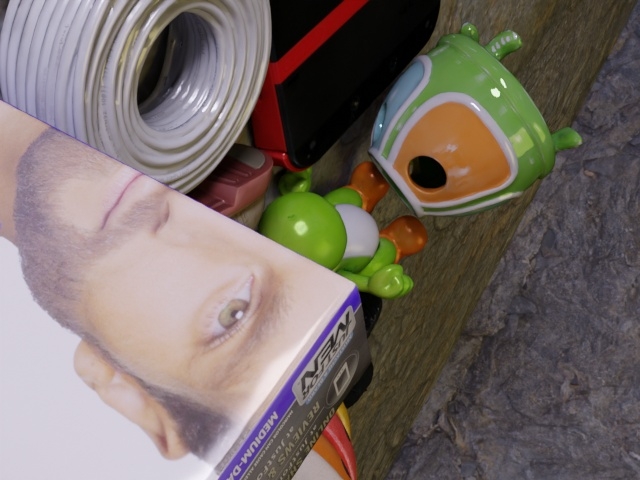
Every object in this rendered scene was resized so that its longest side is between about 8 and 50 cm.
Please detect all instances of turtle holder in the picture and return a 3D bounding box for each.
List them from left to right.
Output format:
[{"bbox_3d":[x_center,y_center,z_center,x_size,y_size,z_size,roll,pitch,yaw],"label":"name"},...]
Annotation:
[{"bbox_3d":[0.178,-0.161,1.064,0.227,0.320,0.243,-38,128,4],"label":"turtle holder"}]

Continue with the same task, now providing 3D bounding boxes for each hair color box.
[{"bbox_3d":[-0.161,0.044,0.453,0.185,0.339,0.110,-53,156,-23],"label":"hair color box"}]

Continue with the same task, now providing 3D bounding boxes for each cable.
[{"bbox_3d":[-0.137,-0.150,0.622,0.257,0.089,0.257,-50,154,-30],"label":"cable"}]

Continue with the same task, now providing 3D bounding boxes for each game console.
[{"bbox_3d":[0.036,-0.298,0.898,0.386,0.060,0.342,-50,151,-30],"label":"game console"}]

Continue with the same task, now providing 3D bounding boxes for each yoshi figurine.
[{"bbox_3d":[0.021,-0.008,1.015,0.362,0.204,0.202,-27,122,-51],"label":"yoshi figurine"}]

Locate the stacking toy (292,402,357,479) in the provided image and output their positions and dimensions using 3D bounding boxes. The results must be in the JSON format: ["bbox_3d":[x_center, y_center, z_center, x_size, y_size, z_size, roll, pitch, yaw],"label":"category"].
[{"bbox_3d":[-0.065,0.279,1.071,0.480,0.351,0.350,-58,165,-64],"label":"stacking toy"}]

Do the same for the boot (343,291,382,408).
[{"bbox_3d":[0.049,0.204,1.397,0.246,0.094,0.207,-56,154,-1],"label":"boot"}]

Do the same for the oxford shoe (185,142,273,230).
[{"bbox_3d":[-0.156,0.021,0.712,0.348,0.123,0.130,-36,141,-48],"label":"oxford shoe"}]
